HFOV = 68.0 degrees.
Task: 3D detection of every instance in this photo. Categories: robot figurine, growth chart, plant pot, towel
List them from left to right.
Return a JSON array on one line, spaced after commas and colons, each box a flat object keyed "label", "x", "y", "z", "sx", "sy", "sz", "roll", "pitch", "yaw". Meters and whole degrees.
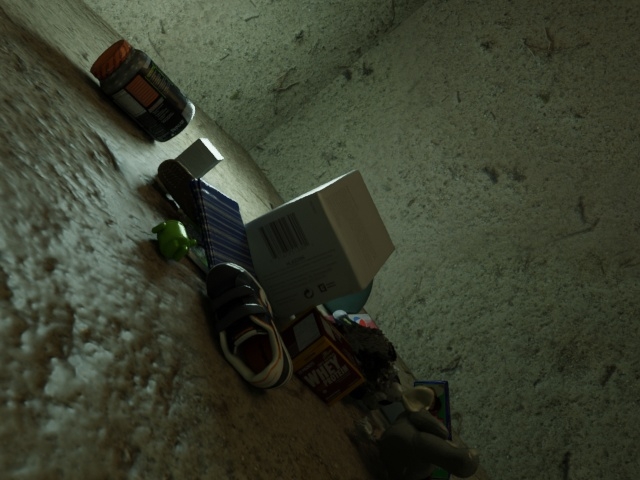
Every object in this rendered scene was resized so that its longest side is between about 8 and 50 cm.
[{"label": "robot figurine", "x": -0.339, "y": -0.002, "z": 1.092, "sx": 0.101, "sy": 0.067, "sz": 0.115, "roll": 31, "pitch": 17, "yaw": -39}, {"label": "growth chart", "x": -0.325, "y": 0.023, "z": 1.297, "sx": 0.172, "sy": 0.021, "sz": 0.237, "roll": 49, "pitch": 6, "yaw": -34}, {"label": "towel", "x": -0.261, "y": 0.009, "z": 1.307, "sx": 0.243, "sy": 0.040, "sz": 0.336, "roll": 34, "pitch": 37, "yaw": -66}, {"label": "plant pot", "x": 0.117, "y": 0.259, "z": 2.320, "sx": 0.290, "sy": 0.290, "sz": 0.195, "roll": 37, "pitch": 51, "yaw": -70}]

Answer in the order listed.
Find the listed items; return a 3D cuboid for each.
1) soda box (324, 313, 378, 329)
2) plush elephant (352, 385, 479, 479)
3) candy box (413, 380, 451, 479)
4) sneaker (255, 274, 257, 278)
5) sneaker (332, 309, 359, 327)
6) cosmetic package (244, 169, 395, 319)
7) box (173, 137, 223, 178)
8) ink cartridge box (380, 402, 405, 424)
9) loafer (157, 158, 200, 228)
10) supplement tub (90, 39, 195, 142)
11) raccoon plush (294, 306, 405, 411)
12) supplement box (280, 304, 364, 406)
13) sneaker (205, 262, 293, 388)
[{"label": "soda box", "x": 0.100, "y": 0.344, "z": 1.826, "sx": 0.263, "sy": 0.083, "sz": 0.092, "roll": 7, "pitch": 38, "yaw": -45}, {"label": "plush elephant", "x": 0.278, "y": 0.570, "z": 1.333, "sx": 0.330, "sy": 0.272, "sz": 0.255, "roll": 27, "pitch": 19, "yaw": 31}, {"label": "candy box", "x": 0.416, "y": 0.680, "z": 1.742, "sx": 0.268, "sy": 0.122, "sz": 0.317, "roll": 42, "pitch": 45, "yaw": -67}, {"label": "sneaker", "x": -0.192, "y": 0.102, "z": 1.624, "sx": 0.283, "sy": 0.107, "sz": 0.124, "roll": 48, "pitch": 26, "yaw": -31}, {"label": "sneaker", "x": 0.094, "y": 0.308, "z": 1.729, "sx": 0.144, "sy": 0.053, "sz": 0.059, "roll": 40, "pitch": -30, "yaw": 45}, {"label": "cosmetic package", "x": 0.000, "y": 0.000, "z": 1.578, "sx": 0.327, "sy": 0.329, "sz": 0.394, "roll": 63, "pitch": 28, "yaw": -7}, {"label": "box", "x": -0.415, "y": -0.244, "z": 1.538, "sx": 0.091, "sy": 0.170, "sz": 0.130, "roll": 50, "pitch": 5, "yaw": -11}, {"label": "ink cartridge box", "x": 0.315, "y": 0.673, "z": 1.908, "sx": 0.154, "sy": 0.093, "sz": 0.212, "roll": 52, "pitch": 4, "yaw": 18}, {"label": "loafer", "x": -0.379, "y": -0.127, "z": 1.414, "sx": 0.268, "sy": 0.102, "sz": 0.092, "roll": 56, "pitch": -17, "yaw": -19}, {"label": "supplement tub", "x": -0.600, "y": -0.504, "z": 1.616, "sx": 0.316, "sy": 0.193, "sz": 0.193, "roll": 48, "pitch": 6, "yaw": -41}, {"label": "raccoon plush", "x": 0.120, "y": 0.390, "z": 1.654, "sx": 0.446, "sy": 0.216, "sz": 0.299, "roll": 50, "pitch": -10, "yaw": 30}, {"label": "supplement box", "x": 0.002, "y": 0.330, "z": 1.378, "sx": 0.191, "sy": 0.129, "sz": 0.194, "roll": 49, "pitch": 6, "yaw": -24}, {"label": "sneaker", "x": -0.168, "y": 0.172, "z": 1.040, "sx": 0.321, "sy": 0.126, "sz": 0.127, "roll": 55, "pitch": 1, "yaw": 21}]
